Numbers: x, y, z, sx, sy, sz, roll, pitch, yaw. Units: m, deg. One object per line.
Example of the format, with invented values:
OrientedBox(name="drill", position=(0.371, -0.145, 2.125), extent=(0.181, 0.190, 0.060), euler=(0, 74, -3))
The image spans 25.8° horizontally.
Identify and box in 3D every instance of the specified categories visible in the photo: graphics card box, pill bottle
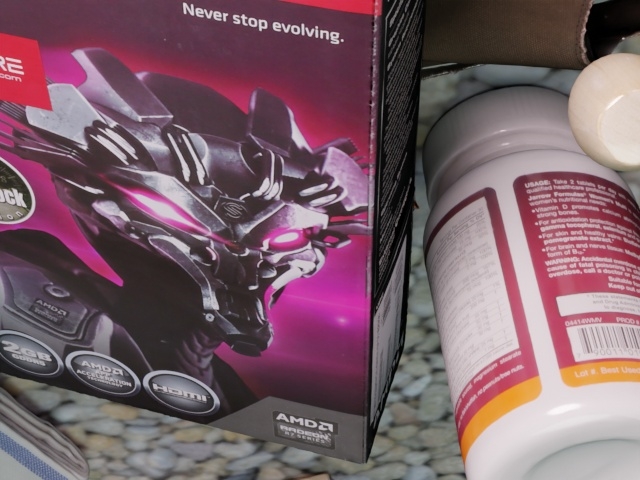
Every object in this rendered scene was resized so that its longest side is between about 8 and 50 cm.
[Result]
OrientedBox(name="graphics card box", position=(-0.072, -0.047, 0.664), extent=(0.233, 0.094, 0.371), euler=(13, 143, 10))
OrientedBox(name="pill bottle", position=(0.119, 0.030, 0.738), extent=(0.121, 0.221, 0.121), euler=(-4, 140, -4))

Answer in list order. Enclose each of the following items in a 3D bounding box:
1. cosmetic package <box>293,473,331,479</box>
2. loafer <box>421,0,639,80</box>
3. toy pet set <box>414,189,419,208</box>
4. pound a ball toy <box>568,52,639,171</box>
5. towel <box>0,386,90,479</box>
OrientedBox(name="cosmetic package", position=(-0.118, 0.304, 1.085), extent=(0.309, 0.160, 0.113), euler=(-15, 139, 7))
OrientedBox(name="loafer", position=(0.108, -0.119, 0.667), extent=(0.220, 0.078, 0.080), euler=(-17, 140, 11))
OrientedBox(name="toy pet set", position=(0.000, 0.000, 0.802), extent=(0.122, 0.065, 0.114), euler=(-11, 143, 9))
OrientedBox(name="pound a ball toy", position=(0.253, -0.145, 0.588), extent=(0.319, 0.136, 0.208), euler=(-3, 105, -5))
OrientedBox(name="towel", position=(-0.329, 0.156, 0.972), extent=(0.285, 0.034, 0.209), euler=(-19, 141, 17))
